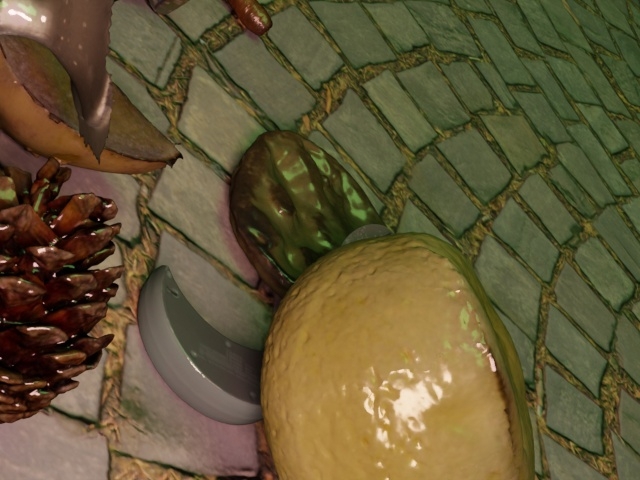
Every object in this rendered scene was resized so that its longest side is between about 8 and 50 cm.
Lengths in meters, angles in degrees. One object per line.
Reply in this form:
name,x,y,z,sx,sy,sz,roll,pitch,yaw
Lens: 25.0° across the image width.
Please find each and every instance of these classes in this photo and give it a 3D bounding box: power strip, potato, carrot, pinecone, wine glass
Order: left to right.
wine glass,-0.335,-0.191,1.194,0.322,0.238,0.238,3,49,-20
pinecone,-0.242,0.039,1.141,0.184,0.205,0.179,36,4,39
potato,-0.263,-0.130,1.408,0.243,0.098,0.138,50,32,-4
carrot,-0.121,-0.335,1.902,0.165,0.035,0.035,51,29,3
power strip,-0.089,0.120,1.430,0.216,0.044,0.137,34,35,-28

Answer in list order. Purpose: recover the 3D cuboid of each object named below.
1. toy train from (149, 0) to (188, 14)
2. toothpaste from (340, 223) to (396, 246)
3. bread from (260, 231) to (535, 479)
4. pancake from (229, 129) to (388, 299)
toy train,-0.248,-0.423,1.722,0.202,0.131,0.300,8,51,-53
toothpaste,0.107,0.096,1.641,0.299,0.073,0.114,57,28,-45
bread,0.077,0.154,1.399,0.320,0.237,0.321,-10,90,-78
pancake,0.000,0.000,1.684,0.294,0.049,0.294,36,31,-26
